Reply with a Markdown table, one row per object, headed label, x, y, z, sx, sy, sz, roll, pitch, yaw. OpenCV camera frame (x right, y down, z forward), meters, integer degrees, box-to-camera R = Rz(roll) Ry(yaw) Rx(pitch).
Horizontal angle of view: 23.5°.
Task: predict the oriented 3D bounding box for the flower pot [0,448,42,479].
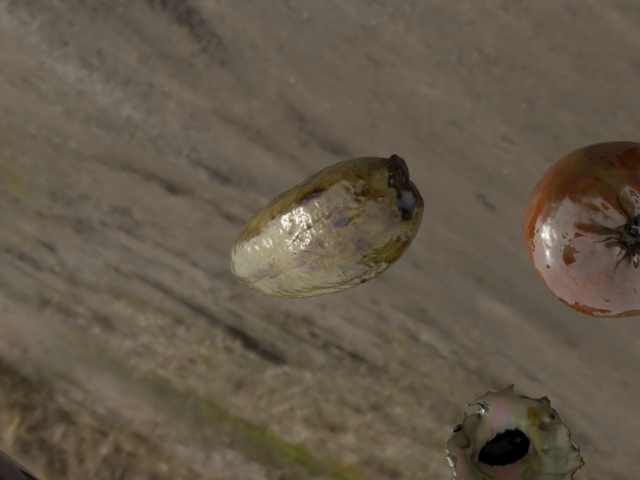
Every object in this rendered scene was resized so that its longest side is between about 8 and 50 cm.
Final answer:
| label | x | y | z | sx | sy | sz | roll | pitch | yaw |
| --- | --- | --- | --- | --- | --- | --- | --- | --- | --- |
| flower pot | -0.234 | 0.206 | 0.775 | 0.265 | 0.265 | 0.243 | -1 | 133 | 53 |

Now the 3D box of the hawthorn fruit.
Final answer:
| label | x | y | z | sx | sy | sz | roll | pitch | yaw |
| --- | --- | --- | --- | --- | --- | --- | --- | --- | --- |
| hawthorn fruit | 0.231 | 0.003 | 1.256 | 0.149 | 0.149 | 0.189 | 26 | 156 | 5 |

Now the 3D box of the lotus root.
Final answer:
| label | x | y | z | sx | sy | sz | roll | pitch | yaw |
| --- | --- | --- | --- | --- | --- | --- | --- | --- | --- |
| lotus root | 0.000 | 0.000 | 1.389 | 0.110 | 0.097 | 0.258 | 43 | 145 | -12 |

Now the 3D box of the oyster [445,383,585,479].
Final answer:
| label | x | y | z | sx | sy | sz | roll | pitch | yaw |
| --- | --- | --- | --- | --- | --- | --- | --- | --- | --- |
| oyster | 0.177 | 0.213 | 1.466 | 0.133 | 0.209 | 0.072 | -1 | 122 | -7 |
